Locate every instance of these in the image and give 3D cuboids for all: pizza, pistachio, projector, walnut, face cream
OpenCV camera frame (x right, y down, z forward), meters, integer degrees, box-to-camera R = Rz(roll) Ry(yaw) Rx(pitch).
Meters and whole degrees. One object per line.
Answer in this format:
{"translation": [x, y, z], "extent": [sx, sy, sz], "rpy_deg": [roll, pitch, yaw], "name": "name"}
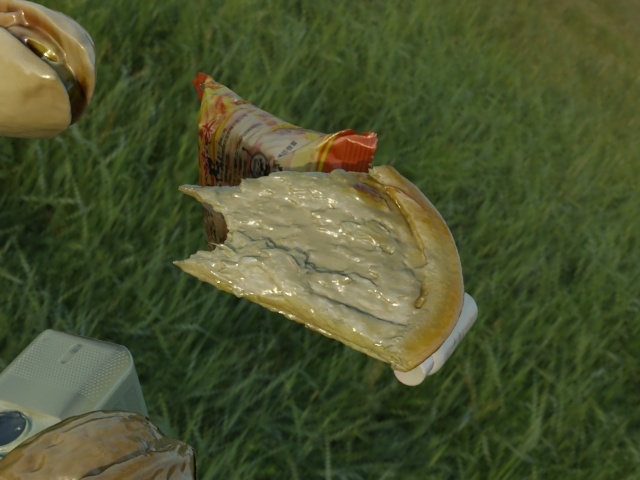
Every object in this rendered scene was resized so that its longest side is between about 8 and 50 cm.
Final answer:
{"translation": [0.000, 0.000, 0.899], "extent": [0.262, 0.034, 0.181], "rpy_deg": [18, 59, 1], "name": "pizza"}
{"translation": [-0.430, -0.237, 1.519], "extent": [0.193, 0.214, 0.318], "rpy_deg": [-42, 33, -27], "name": "pistachio"}
{"translation": [-0.318, 0.247, 1.243], "extent": [0.163, 0.177, 0.242], "rpy_deg": [11, 41, 25], "name": "projector"}
{"translation": [-0.210, 0.257, 0.929], "extent": [0.245, 0.198, 0.198], "rpy_deg": [-36, 65, -22], "name": "walnut"}
{"translation": [0.196, 0.169, 1.823], "extent": [0.082, 0.082, 0.269], "rpy_deg": [37, 32, 8], "name": "face cream"}

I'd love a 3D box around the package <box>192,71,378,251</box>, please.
{"translation": [-0.056, -0.051, 1.151], "extent": [0.108, 0.223, 0.288], "rpy_deg": [-20, 29, -41], "name": "package"}
